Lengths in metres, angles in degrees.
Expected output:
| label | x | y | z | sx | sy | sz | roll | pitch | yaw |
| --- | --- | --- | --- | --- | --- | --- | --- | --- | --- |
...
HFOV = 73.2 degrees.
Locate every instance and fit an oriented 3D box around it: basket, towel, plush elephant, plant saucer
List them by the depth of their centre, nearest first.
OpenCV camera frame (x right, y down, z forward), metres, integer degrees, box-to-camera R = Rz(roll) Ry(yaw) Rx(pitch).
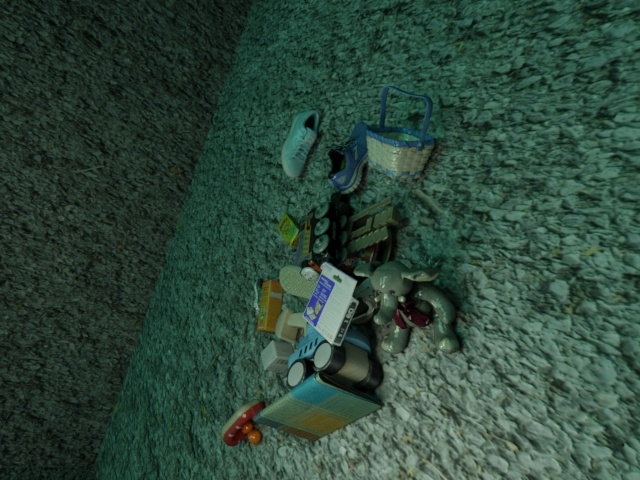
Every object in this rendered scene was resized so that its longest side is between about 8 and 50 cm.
| label | x | y | z | sx | sy | sz | roll | pitch | yaw |
| --- | --- | --- | --- | --- | --- | --- | --- | --- | --- |
| plush elephant | 0.244 | 0.169 | 1.279 | 0.272 | 0.255 | 0.330 | -7 | 68 | 51 |
| towel | -0.017 | 0.560 | 1.426 | 0.370 | 0.271 | 0.040 | -43 | 28 | 34 |
| basket | 0.279 | -0.378 | 1.518 | 0.255 | 0.201 | 0.289 | -132 | 37 | -50 |
| plant saucer | 0.173 | 0.039 | 1.619 | 0.278 | 0.041 | 0.278 | -26 | 55 | 44 |

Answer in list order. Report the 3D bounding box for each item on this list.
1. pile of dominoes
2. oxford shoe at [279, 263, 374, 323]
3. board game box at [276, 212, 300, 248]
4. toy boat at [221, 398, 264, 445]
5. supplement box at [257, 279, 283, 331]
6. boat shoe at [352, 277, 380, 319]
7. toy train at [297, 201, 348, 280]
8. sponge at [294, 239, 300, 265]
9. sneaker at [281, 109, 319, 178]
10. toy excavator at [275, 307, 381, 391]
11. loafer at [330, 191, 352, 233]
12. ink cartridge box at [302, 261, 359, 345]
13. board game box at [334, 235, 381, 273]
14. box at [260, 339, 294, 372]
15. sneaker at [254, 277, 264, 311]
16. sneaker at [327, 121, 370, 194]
| label | x | y | z | sx | sy | sz | roll | pitch | yaw |
| --- | --- | --- | --- | --- | --- | --- | --- | --- | --- |
| pile of dominoes | 0.181 | -0.042 | 1.572 | 0.251 | 0.040 | 0.196 | -27 | 39 | 46 |
| oxford shoe | 0.031 | 0.184 | 1.657 | 0.449 | 0.130 | 0.169 | 18 | 107 | 40 |
| board game box | -0.144 | -0.049 | 2.071 | 0.092 | 0.043 | 0.181 | -59 | 37 | 15 |
| toy boat | -0.309 | 0.795 | 1.824 | 0.151 | 0.151 | 0.231 | 47 | 115 | 20 |
| supplement box | -0.230 | 0.304 | 1.985 | 0.078 | 0.080 | 0.233 | -22 | 59 | 48 |
| boat shoe | 0.151 | 0.202 | 1.430 | 0.277 | 0.098 | 0.096 | -32 | 22 | -7 |
| toy train | 0.000 | 0.000 | 1.621 | 0.190 | 0.142 | 0.334 | -35 | 35 | 32 |
| sponge | -0.065 | 0.060 | 1.926 | 0.117 | 0.031 | 0.210 | -3 | 71 | 52 |
| sneaker | -0.091 | -0.491 | 2.140 | 0.150 | 0.135 | 0.366 | -10 | 67 | 54 |
| toy excavator | -0.009 | 0.375 | 1.588 | 0.433 | 0.222 | 0.445 | -41 | 31 | 31 |
| loafer | 0.087 | -0.123 | 1.773 | 0.078 | 0.080 | 0.220 | -37 | 47 | 38 |
| ink cartridge box | 0.039 | 0.195 | 1.372 | 0.206 | 0.045 | 0.208 | 30 | 99 | 58 |
| board game box | 0.110 | 0.051 | 1.640 | 0.281 | 0.027 | 0.145 | 4 | 78 | 53 |
| box | -0.178 | 0.486 | 1.807 | 0.102 | 0.101 | 0.087 | -49 | 40 | 26 |
| sneaker | -0.277 | 0.260 | 2.095 | 0.076 | 0.065 | 0.166 | -20 | 60 | 27 |
| sneaker | 0.122 | -0.361 | 1.772 | 0.130 | 0.147 | 0.330 | -8 | 55 | 50 |
